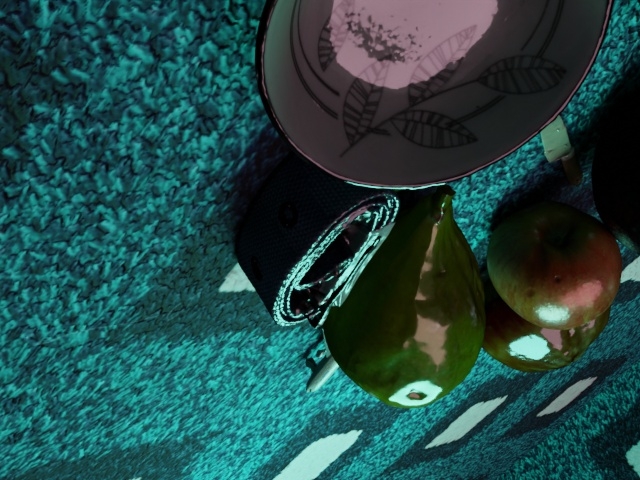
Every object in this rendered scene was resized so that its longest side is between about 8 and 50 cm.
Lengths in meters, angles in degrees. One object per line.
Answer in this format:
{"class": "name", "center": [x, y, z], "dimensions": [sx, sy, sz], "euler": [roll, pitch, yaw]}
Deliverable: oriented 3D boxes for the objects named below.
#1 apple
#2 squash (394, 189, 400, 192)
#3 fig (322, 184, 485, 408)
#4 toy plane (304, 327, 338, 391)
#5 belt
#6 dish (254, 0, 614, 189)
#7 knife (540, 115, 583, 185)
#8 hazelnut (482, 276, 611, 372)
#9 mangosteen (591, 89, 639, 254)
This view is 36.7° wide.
{"class": "apple", "center": [0.365, 0.033, 1.513], "dimensions": [0.209, 0.209, 0.164], "euler": [-31, 142, -10]}
{"class": "squash", "center": [0.093, -0.133, 1.049], "dimensions": [0.066, 0.066, 0.229], "euler": [-24, 153, -23]}
{"class": "fig", "center": [0.139, 0.062, 1.264], "dimensions": [0.233, 0.233, 0.314], "euler": [0, 133, -51]}
{"class": "toy plane", "center": [0.045, 0.153, 1.495], "dimensions": [0.226, 0.058, 0.226], "euler": [-42, 155, 22]}
{"class": "belt", "center": [0.000, 0.000, 1.092], "dimensions": [0.139, 0.126, 0.230], "euler": [-9, 144, -40]}
{"class": "dish", "center": [0.088, -0.196, 0.833], "dimensions": [0.316, 0.106, 0.316], "euler": [-9, 134, -10]}
{"class": "knife", "center": [0.354, -0.131, 1.426], "dimensions": [0.047, 0.017, 0.298], "euler": [-33, 156, 9]}
{"class": "hazelnut", "center": [0.388, 0.120, 1.689], "dimensions": [0.251, 0.217, 0.217], "euler": [-39, 155, 9]}
{"class": "mangosteen", "center": [0.538, -0.090, 1.388], "dimensions": [0.297, 0.297, 0.313], "euler": [-52, -167, 31]}
